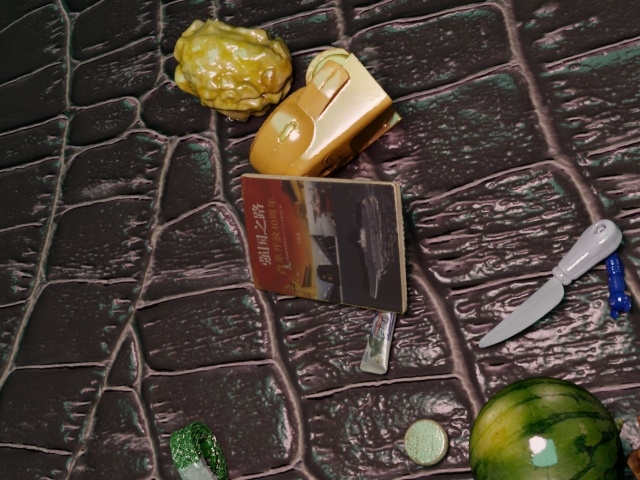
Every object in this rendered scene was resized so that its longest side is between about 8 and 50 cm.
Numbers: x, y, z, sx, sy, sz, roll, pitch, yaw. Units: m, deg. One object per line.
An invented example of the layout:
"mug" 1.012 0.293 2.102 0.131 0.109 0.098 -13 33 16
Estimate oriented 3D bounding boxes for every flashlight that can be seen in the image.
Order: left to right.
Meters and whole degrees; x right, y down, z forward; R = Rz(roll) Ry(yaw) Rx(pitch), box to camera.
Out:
"flashlight" 0.533 0.077 1.230 0.035 0.057 0.121 8 63 -10

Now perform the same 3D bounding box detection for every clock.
"clock" -0.002 -0.237 1.475 0.317 0.244 0.200 -46 77 7

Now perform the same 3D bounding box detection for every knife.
"knife" 0.421 0.092 1.257 0.331 0.044 0.080 -46 22 5

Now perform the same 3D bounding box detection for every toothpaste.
"toothpaste" 0.131 0.153 1.381 0.060 0.038 0.234 6 75 35

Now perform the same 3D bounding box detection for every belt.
"belt" -0.253 0.450 1.396 0.079 0.121 0.151 -33 66 8

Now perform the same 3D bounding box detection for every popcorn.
"popcorn" -0.206 -0.418 1.641 0.286 0.215 0.252 14 41 -6

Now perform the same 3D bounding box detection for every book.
"book" 0.000 0.000 1.396 0.373 0.028 0.263 6 112 33

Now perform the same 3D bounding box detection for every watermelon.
"watermelon" 0.358 0.339 1.094 0.242 0.242 0.242 -8 68 21

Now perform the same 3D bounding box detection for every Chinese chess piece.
"Chinese chess piece" 0.196 0.374 1.272 0.084 0.034 0.084 -10 65 21

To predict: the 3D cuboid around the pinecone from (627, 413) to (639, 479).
"pinecone" 0.650 0.330 0.913 0.397 0.397 0.398 -8 68 21
